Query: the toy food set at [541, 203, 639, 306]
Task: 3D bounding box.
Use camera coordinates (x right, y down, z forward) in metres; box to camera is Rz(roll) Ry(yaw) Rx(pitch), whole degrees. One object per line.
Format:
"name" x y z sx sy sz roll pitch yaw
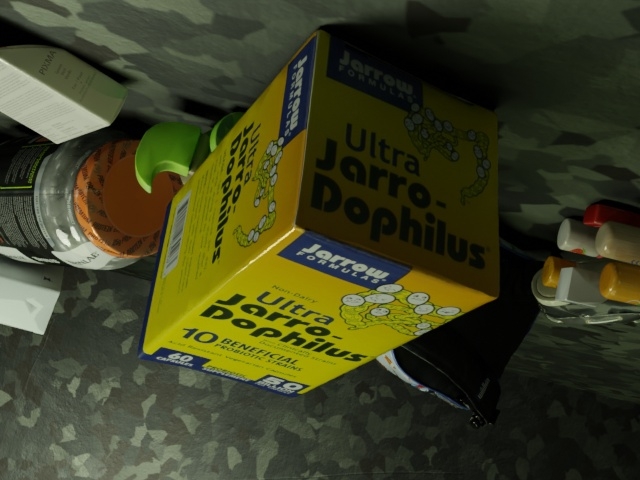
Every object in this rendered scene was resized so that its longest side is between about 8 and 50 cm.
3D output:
"toy food set" 0.342 0.025 0.939 0.104 0.111 0.232 13 175 -2

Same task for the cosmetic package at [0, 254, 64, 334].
"cosmetic package" -0.566 -0.021 1.366 0.284 0.098 0.377 20 -156 -22

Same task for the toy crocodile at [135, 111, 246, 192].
"toy crocodile" -0.052 -0.067 0.986 0.340 0.105 0.115 18 168 -22

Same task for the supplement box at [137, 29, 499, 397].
"supplement box" -0.016 0.003 0.801 0.194 0.195 0.356 19 148 -23

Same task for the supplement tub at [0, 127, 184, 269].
"supplement tub" -0.343 -0.058 1.162 0.315 0.194 0.193 3 164 45

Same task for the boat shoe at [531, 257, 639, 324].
"boat shoe" 0.394 0.066 1.052 0.233 0.084 0.079 -6 133 26

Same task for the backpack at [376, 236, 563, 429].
"backpack" 0.166 0.084 1.139 0.213 0.277 0.263 21 173 43

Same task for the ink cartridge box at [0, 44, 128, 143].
"ink cartridge box" -0.351 -0.192 0.919 0.224 0.056 0.181 33 160 -31

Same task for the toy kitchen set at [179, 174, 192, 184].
"toy kitchen set" -0.136 -0.094 1.070 0.068 0.083 0.075 -35 149 16
